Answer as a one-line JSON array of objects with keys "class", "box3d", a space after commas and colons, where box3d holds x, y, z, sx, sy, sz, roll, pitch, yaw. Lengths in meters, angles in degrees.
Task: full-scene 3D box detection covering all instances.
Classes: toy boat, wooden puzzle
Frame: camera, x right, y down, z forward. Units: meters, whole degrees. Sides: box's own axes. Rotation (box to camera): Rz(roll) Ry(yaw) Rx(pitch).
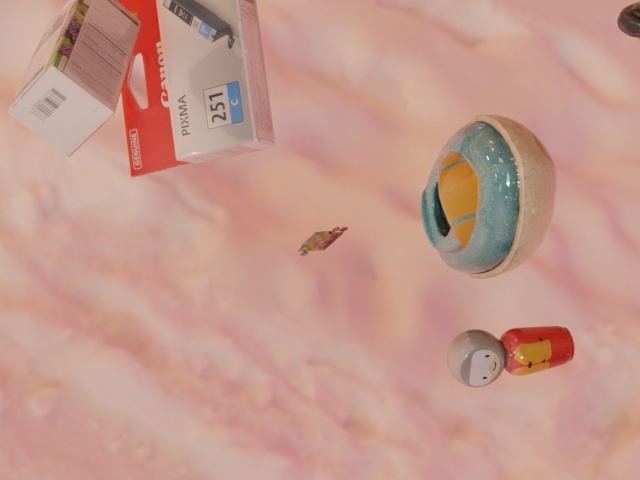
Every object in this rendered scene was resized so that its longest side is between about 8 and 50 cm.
[{"class": "toy boat", "box3d": [0.195, 0.011, 1.292, 0.148, 0.267, 0.318, -7, 73, -13]}, {"class": "wooden puzzle", "box3d": [0.000, 0.000, 1.536, 0.049, 0.006, 0.083, -4, 27, 40]}]

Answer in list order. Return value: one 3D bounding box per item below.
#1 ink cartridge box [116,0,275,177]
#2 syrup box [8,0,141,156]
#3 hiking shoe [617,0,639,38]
[{"class": "ink cartridge box", "box3d": [-0.209, -0.259, 1.609, 0.066, 0.261, 0.296, 4, 77, -64]}, {"class": "syrup box", "box3d": [-0.302, -0.220, 1.363, 0.096, 0.093, 0.237, 38, 29, -26]}, {"class": "hiking shoe", "box3d": [0.517, -0.360, 1.516, 0.227, 0.114, 0.086, -21, 39, 2]}]
